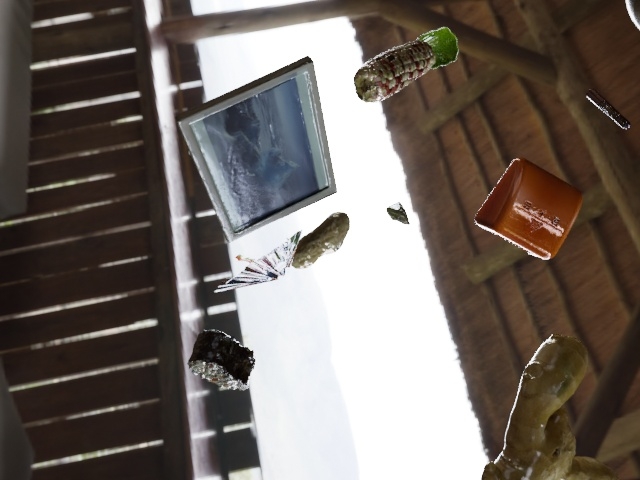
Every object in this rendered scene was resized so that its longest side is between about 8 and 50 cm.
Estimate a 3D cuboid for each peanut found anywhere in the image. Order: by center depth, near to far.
[{"bbox_3d":[0.000,0.000,1.855,0.099,0.214,0.099,53,-13,18],"label":"peanut"}]

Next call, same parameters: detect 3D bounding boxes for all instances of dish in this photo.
[{"bbox_3d":[0.245,-0.441,1.540,0.039,0.137,0.091,-83,157,-50],"label":"dish"}]

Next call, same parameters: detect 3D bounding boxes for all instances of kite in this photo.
[{"bbox_3d":[-0.117,0.047,1.430,0.183,0.241,0.014,25,34,-55],"label":"kite"}]

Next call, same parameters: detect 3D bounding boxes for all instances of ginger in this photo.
[{"bbox_3d":[0.404,0.390,1.277,0.122,0.348,0.363,23,-50,62],"label":"ginger"}]

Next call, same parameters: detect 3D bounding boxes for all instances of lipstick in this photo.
[{"bbox_3d":[0.671,-0.305,1.563,0.176,0.027,0.027,-105,-175,-52],"label":"lipstick"}]

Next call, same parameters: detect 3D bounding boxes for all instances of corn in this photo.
[{"bbox_3d":[0.163,-0.362,1.415,0.086,0.253,0.086,26,-46,31],"label":"corn"}]

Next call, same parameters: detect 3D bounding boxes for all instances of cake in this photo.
[{"bbox_3d":[0.238,-0.077,1.937,0.051,0.055,0.140,64,-9,-16],"label":"cake"}]

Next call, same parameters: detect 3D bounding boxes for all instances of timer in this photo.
[{"bbox_3d":[0.667,-0.099,2.115,0.250,0.257,0.161,-61,-171,5],"label":"timer"}]

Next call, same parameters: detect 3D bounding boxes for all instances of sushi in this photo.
[{"bbox_3d":[-0.176,0.219,1.209,0.150,0.090,0.078,57,42,-56],"label":"sushi"}]

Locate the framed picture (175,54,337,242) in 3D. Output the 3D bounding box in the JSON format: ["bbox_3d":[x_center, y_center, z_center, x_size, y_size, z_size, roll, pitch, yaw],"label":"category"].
[{"bbox_3d":[-0.130,-0.194,1.597,0.028,0.326,0.446,56,-11,35],"label":"framed picture"}]

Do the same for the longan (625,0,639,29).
[{"bbox_3d":[0.880,-0.618,1.576,0.319,0.319,0.319,169,-90,-86],"label":"longan"}]
